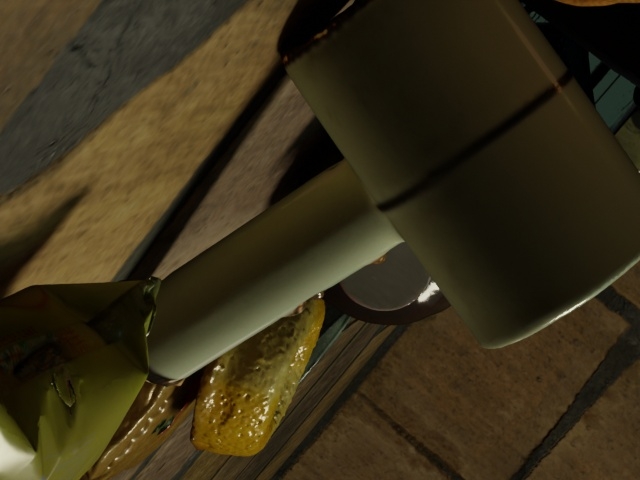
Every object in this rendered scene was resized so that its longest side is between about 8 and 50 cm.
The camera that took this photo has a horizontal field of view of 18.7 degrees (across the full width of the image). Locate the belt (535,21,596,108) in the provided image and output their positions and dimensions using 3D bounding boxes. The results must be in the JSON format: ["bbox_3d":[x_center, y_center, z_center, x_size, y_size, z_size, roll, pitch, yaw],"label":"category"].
[{"bbox_3d":[0.101,-0.101,1.226,0.151,0.078,0.198,-7,-174,12],"label":"belt"}]

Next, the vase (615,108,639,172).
[{"bbox_3d":[0.305,-0.136,1.818,0.302,0.240,0.329,-55,158,-82],"label":"vase"}]

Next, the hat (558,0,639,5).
[{"bbox_3d":[0.112,-0.199,0.900,0.233,0.233,0.244,-18,149,-19],"label":"hat"}]

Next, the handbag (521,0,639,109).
[{"bbox_3d":[0.227,-0.156,1.190,0.118,0.269,0.325,-50,173,26],"label":"handbag"}]

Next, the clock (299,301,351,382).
[{"bbox_3d":[-0.044,0.134,2.035,0.215,0.042,0.215,-48,173,-7],"label":"clock"}]

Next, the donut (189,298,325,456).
[{"bbox_3d":[-0.046,0.095,1.512,0.178,0.065,0.162,-49,157,-75],"label":"donut"}]

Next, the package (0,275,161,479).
[{"bbox_3d":[-0.160,0.092,0.867,0.168,0.090,0.226,-48,171,19],"label":"package"}]

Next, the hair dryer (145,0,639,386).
[{"bbox_3d":[0.000,0.000,1.117,0.362,0.203,0.128,-33,-174,32],"label":"hair dryer"}]

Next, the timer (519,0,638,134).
[{"bbox_3d":[0.205,-0.160,1.603,0.187,0.055,0.144,31,105,-42],"label":"timer"}]

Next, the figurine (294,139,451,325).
[{"bbox_3d":[0.070,-0.021,1.405,0.275,0.158,0.161,-41,160,-52],"label":"figurine"}]

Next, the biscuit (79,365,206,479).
[{"bbox_3d":[-0.128,0.135,1.545,0.166,0.036,0.225,-50,174,0],"label":"biscuit"}]
